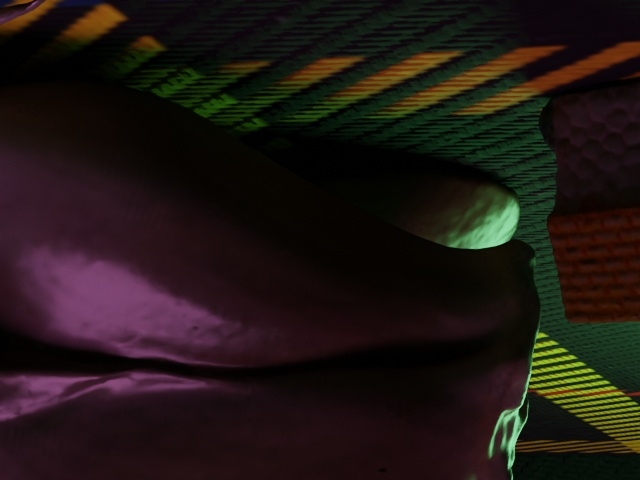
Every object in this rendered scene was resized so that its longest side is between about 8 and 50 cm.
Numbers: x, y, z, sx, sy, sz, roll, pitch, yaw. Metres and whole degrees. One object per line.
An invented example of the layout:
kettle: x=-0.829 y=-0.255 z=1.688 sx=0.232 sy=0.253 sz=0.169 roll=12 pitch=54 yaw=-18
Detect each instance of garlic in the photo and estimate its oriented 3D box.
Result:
garlic: x=-0.085 y=0.060 z=0.860 sx=0.246 sy=0.231 sz=0.340 roll=-8 pitch=152 yaw=42

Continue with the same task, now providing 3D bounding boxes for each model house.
model house: x=0.154 y=-0.009 z=0.846 sx=0.087 sy=0.100 sz=0.100 roll=-8 pitch=165 yaw=42

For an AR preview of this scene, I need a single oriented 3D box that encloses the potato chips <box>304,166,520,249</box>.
potato chips: x=0.001 y=0.001 z=1.041 sx=0.208 sy=0.062 sz=0.195 roll=10 pitch=169 yaw=-43
